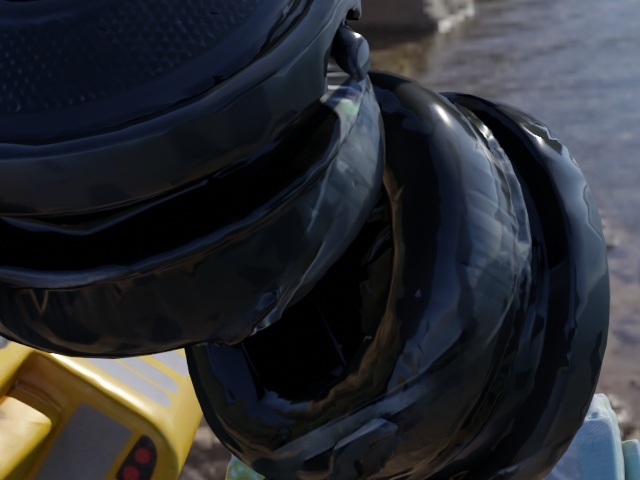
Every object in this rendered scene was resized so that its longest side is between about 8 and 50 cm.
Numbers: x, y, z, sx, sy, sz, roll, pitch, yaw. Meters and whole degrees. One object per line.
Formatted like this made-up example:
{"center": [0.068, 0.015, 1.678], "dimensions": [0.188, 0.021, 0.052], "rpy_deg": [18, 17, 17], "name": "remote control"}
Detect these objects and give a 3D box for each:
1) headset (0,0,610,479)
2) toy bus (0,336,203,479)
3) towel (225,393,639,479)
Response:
{"center": [0.000, 0.000, 0.423], "dimensions": [0.394, 0.243, 0.185], "rpy_deg": [-48, 44, 5], "name": "headset"}
{"center": [-0.122, 0.067, 0.700], "dimensions": [0.130, 0.108, 0.333], "rpy_deg": [33, 10, -4], "name": "toy bus"}
{"center": [0.079, 0.304, 1.168], "dimensions": [0.320, 0.090, 0.375], "rpy_deg": [-8, 63, 21], "name": "towel"}
